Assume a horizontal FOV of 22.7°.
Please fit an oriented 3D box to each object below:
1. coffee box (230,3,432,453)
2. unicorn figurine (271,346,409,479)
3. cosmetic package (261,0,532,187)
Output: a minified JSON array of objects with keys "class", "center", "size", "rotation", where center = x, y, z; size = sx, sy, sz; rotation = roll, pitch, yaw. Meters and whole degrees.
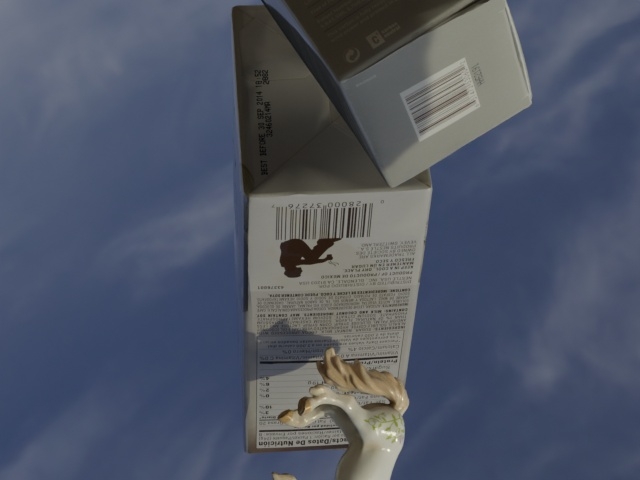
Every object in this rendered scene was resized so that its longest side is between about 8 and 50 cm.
[{"class":"coffee box","center":[0.000,0.000,1.101],"size":[0.118,0.297,0.168],"rotation":[-2,-128,-4]},{"class":"unicorn figurine","center":[0.018,0.158,1.027],"size":[0.060,0.111,0.162],"rotation":[40,-69,61]},{"class":"cosmetic package","center":[0.009,-0.162,0.880],"size":[0.107,0.127,0.238],"rotation":[-30,-117,2]}]
